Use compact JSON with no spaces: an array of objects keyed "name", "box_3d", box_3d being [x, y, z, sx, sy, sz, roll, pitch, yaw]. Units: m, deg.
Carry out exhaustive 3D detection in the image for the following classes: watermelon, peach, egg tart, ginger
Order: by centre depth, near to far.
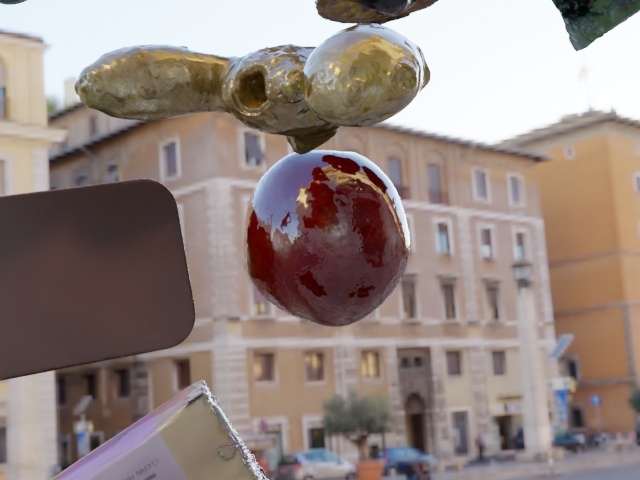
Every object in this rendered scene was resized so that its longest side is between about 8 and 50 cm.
[{"name":"ginger","box_3d":[-0.006,-0.159,1.160,0.363,0.122,0.348,-6,1,35]},{"name":"peach","box_3d":[0.000,0.000,1.473,0.244,0.243,0.199,-11,-26,38]},{"name":"egg tart","box_3d":[0.087,-0.395,1.558,0.215,0.170,0.215,-12,-9,-2]},{"name":"watermelon","box_3d":[0.400,-0.447,1.790,0.151,0.264,0.302,-30,6,1]}]

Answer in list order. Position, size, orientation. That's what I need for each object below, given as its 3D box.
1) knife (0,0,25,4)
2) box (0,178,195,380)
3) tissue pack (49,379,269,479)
[{"name":"knife","box_3d":[-0.324,-0.277,0.960,0.073,0.265,0.040,-41,-27,-20]},{"name":"box","box_3d":[-0.381,0.060,1.602,0.340,0.239,0.229,-9,-2,-22]},{"name":"tissue pack","box_3d":[-0.180,0.314,1.268,0.257,0.215,0.123,-34,-1,-3]}]
